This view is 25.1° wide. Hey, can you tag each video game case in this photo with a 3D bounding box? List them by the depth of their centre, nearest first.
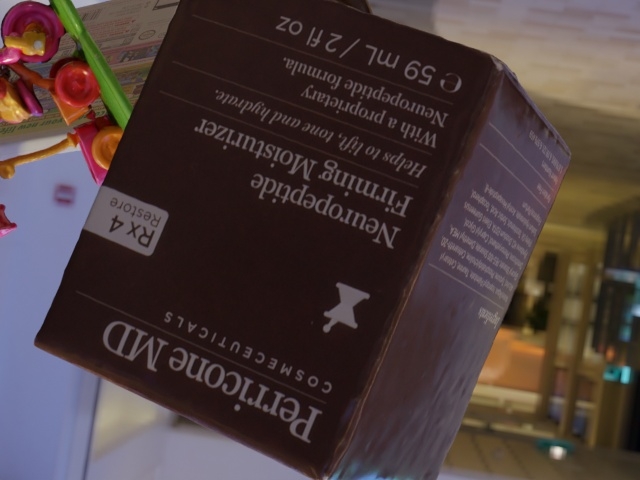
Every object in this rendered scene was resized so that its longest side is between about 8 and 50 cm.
[{"bbox_3d":[-0.191,-0.144,1.228,0.212,0.193,0.023,-6,133,29],"label":"video game case"}]

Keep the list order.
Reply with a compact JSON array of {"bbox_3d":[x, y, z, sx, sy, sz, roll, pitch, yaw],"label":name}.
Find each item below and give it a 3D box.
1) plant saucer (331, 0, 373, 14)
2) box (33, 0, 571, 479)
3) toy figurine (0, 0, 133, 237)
[{"bbox_3d":[-0.030,-0.164,1.259,0.168,0.168,0.029,8,161,23],"label":"plant saucer"},{"bbox_3d":[0.000,0.000,0.719,0.168,0.203,0.167,22,177,23],"label":"box"},{"bbox_3d":[-0.208,-0.072,0.935,0.159,0.173,0.130,-29,-161,-8],"label":"toy figurine"}]
